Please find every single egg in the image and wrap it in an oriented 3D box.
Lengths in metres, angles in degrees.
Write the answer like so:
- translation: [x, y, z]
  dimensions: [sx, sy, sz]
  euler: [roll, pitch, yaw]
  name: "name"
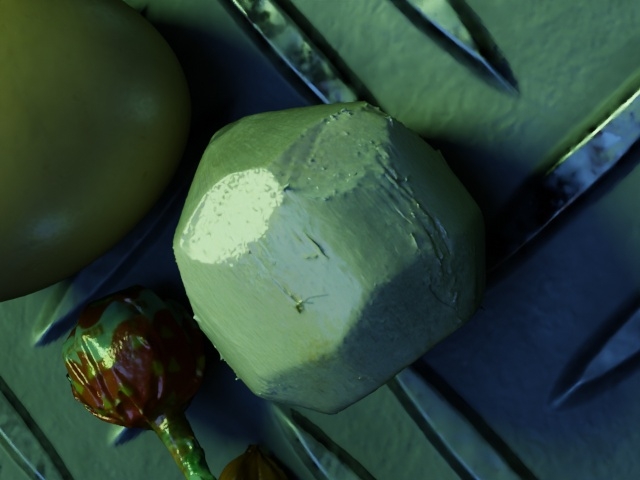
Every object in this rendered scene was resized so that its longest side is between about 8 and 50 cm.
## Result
- translation: [-0.191, -0.064, 0.996]
  dimensions: [0.244, 0.201, 0.201]
  euler: [-10, 95, 18]
  name: "egg"

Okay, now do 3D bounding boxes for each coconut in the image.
- translation: [0.002, -0.001, 0.924]
  dimensions: [0.161, 0.161, 0.162]
  euler: [-36, 91, 30]
  name: "coconut"

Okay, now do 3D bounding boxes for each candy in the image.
- translation: [-0.067, 0.151, 1.007]
  dimensions: [0.084, 0.078, 0.287]
  euler: [-47, 63, 32]
  name: "candy"

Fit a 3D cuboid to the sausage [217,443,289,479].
- translation: [-0.042, 0.217, 1.050]
  dimensions: [0.062, 0.054, 0.183]
  euler: [7, 100, 10]
  name: "sausage"
